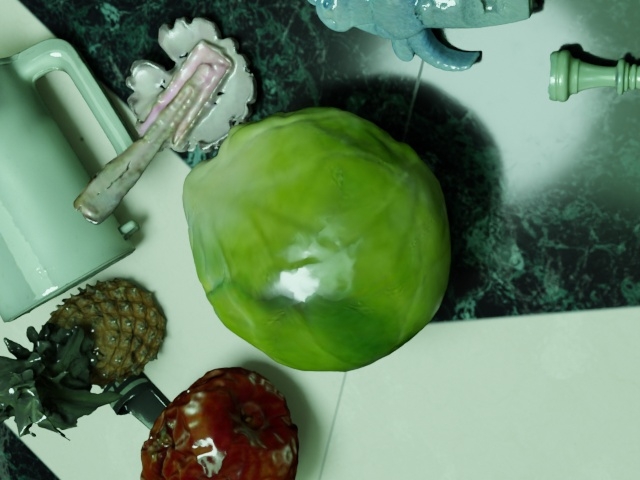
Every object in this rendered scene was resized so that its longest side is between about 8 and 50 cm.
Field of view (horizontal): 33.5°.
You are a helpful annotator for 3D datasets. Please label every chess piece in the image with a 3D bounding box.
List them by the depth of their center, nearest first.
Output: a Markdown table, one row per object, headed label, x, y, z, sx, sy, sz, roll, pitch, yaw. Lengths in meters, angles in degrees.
| label | x | y | z | sx | sy | sz | roll | pitch | yaw |
| --- | --- | --- | --- | --- | --- | --- | --- | --- | --- |
| chess piece | 0.331 | -0.184 | 1.184 | 0.149 | 0.059 | 0.059 | 2 | 108 | 17 |

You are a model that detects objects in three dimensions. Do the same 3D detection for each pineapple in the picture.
| label | x | y | z | sx | sy | sz | roll | pitch | yaw |
| --- | --- | --- | --- | --- | --- | --- | --- | --- | --- |
| pineapple | -0.343 | 0.171 | 1.420 | 0.165 | 0.364 | 0.165 | 6 | 109 | 16 |

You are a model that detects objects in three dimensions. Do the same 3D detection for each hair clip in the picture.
| label | x | y | z | sx | sy | sz | roll | pitch | yaw |
| --- | --- | --- | --- | --- | --- | --- | --- | --- | --- |
| hair clip | -0.209 | -0.146 | 1.384 | 0.173 | 0.069 | 0.300 | 39 | 88 | 6 |

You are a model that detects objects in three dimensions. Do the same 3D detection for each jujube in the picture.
| label | x | y | z | sx | sy | sz | roll | pitch | yaw |
| --- | --- | --- | --- | --- | --- | --- | --- | --- | --- |
| jujube | -0.136 | 0.292 | 1.463 | 0.213 | 0.213 | 0.232 | 46 | 129 | 3 |

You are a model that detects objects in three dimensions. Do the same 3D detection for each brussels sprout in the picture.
| label | x | y | z | sx | sy | sz | roll | pitch | yaw |
| --- | --- | --- | --- | --- | --- | --- | --- | --- | --- |
| brussels sprout | 0.000 | 0.000 | 1.284 | 0.344 | 0.268 | 0.344 | -2 | 86 | 33 |

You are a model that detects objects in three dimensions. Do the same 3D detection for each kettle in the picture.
| label | x | y | z | sx | sy | sz | roll | pitch | yaw |
| --- | --- | --- | --- | --- | --- | --- | --- | --- | --- |
| kettle | -0.399 | -0.082 | 1.453 | 0.265 | 0.205 | 0.318 | -29 | 92 | 31 |

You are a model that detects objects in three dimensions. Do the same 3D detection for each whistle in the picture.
| label | x | y | z | sx | sy | sz | roll | pitch | yaw |
| --- | --- | --- | --- | --- | --- | --- | --- | --- | --- |
| whistle | 0.111 | -0.280 | 1.223 | 0.269 | 0.093 | 0.180 | 6 | 134 | 22 |

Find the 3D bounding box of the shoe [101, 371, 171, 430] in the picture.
| label | x | y | z | sx | sy | sz | roll | pitch | yaw |
| --- | --- | --- | --- | --- | --- | --- | --- | --- | --- |
| shoe | -0.277 | 0.243 | 1.593 | 0.179 | 0.049 | 0.071 | 41 | 118 | 6 |
